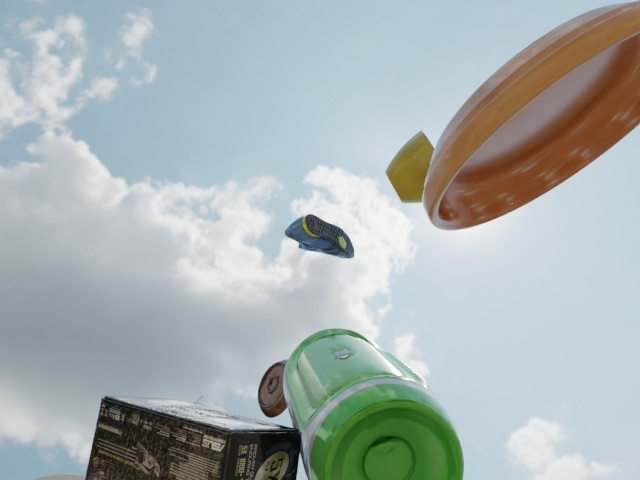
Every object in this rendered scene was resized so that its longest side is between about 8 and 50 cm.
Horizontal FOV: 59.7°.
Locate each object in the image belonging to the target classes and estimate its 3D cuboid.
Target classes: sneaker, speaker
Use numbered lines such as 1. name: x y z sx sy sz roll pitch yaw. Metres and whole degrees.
1. sneaker: 0.000 0.000 1.353 0.082 0.069 0.209 -27 -36 31
2. speaker: 0.034 0.167 0.552 0.131 0.296 0.131 0 -89 -8

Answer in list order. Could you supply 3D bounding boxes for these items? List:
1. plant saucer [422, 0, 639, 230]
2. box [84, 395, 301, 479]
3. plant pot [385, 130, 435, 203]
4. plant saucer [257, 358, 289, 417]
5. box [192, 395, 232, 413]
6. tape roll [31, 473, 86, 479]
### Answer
1. plant saucer: 0.150 -0.078 0.370 0.200 0.037 0.200 -25 -22 -11
2. box: -0.113 0.213 0.450 0.180 0.147 0.078 -4 -17 40
3. plant pot: 0.177 -0.122 1.036 0.095 0.134 0.134 -29 -64 9
4. plant saucer: -0.125 0.406 1.552 0.029 0.168 0.168 31 -68 -31
5. box: -0.319 0.651 1.648 0.294 0.395 0.211 31 -95 2
6. tape roll: -0.634 0.712 1.365 0.246 0.169 0.246 -4 -51 -5
